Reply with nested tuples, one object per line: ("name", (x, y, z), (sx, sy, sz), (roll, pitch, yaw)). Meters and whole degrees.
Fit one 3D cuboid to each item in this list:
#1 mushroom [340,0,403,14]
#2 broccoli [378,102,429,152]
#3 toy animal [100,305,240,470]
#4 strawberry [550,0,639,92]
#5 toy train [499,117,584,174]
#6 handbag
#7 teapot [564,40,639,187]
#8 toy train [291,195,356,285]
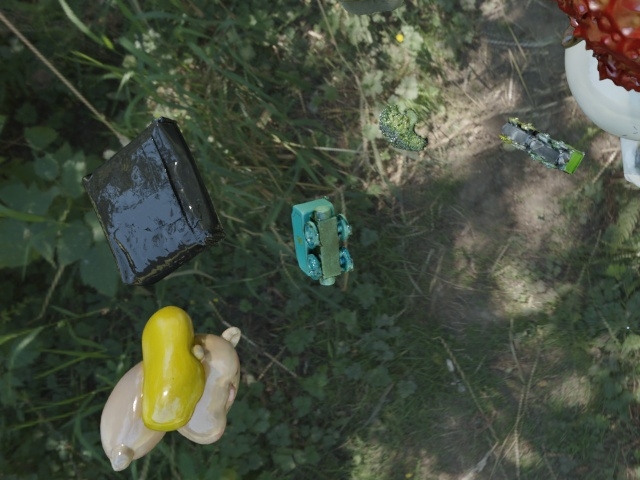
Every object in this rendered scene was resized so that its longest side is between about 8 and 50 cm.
("mushroom", (0.081, -0.549, 1.393), (0.159, 0.329, 0.122), (-38, 87, 25))
("broccoli", (0.170, -0.224, 1.292), (0.097, 0.095, 0.092), (35, 84, 30))
("toy animal", (-0.274, 0.329, 1.319), (0.278, 0.247, 0.345), (23, 85, 58))
("strawberry", (0.168, -0.116, 0.290), (0.192, 0.085, 0.140), (58, 149, 0))
("toy train", (0.443, -0.193, 1.310), (0.060, 0.081, 0.202), (-64, 31, 18))
("handbag", (-0.295, -0.062, 1.118), (0.223, 0.080, 0.246), (-31, 78, 29))
("teapot", (0.412, -0.211, 0.821), (0.209, 0.166, 0.299), (-7, 101, -13))
("toy train", (0.000, 0.000, 1.595), (0.163, 0.112, 0.203), (-142, 43, -57))
